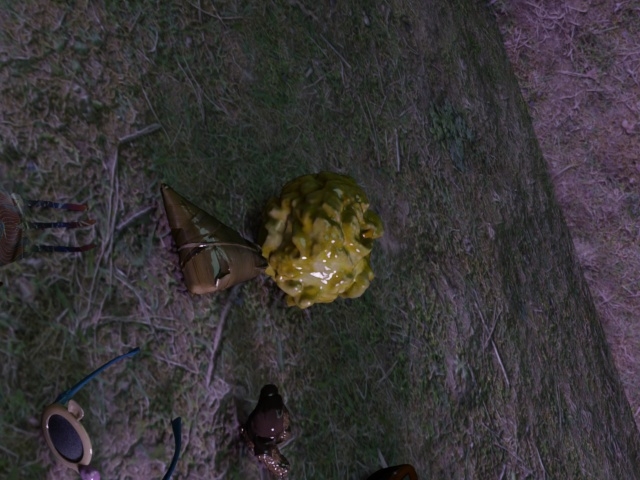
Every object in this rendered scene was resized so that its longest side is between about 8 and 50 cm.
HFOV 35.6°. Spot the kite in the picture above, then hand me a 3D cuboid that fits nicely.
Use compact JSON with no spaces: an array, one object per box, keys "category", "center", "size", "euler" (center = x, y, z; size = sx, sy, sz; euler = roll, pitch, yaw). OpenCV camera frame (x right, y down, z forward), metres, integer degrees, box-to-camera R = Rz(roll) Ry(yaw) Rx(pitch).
[{"category":"kite","center":[-0.381,-0.014,1.273],"size":[0.229,0.016,0.127],"euler":[3,73,-50]}]

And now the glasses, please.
[{"category":"glasses","center":[-0.262,0.248,1.274],"size":[0.189,0.088,0.220],"euler":[59,15,-12]}]

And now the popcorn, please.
[{"category":"popcorn","center":[0.008,0.002,1.653],"size":[0.217,0.181,0.235],"euler":[18,65,-51]}]

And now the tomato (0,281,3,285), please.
[{"category":"tomato","center":[-0.437,0.046,0.947],"size":[0.224,0.256,0.255],"euler":[-35,102,-28]}]

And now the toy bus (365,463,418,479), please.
[{"category":"toy bus","center":[0.164,0.577,1.634],"size":[0.092,0.093,0.408],"euler":[-8,78,-48]}]

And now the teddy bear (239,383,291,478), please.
[{"category":"teddy bear","center":[-0.082,0.277,1.465],"size":[0.160,0.078,0.119],"euler":[90,4,-54]}]

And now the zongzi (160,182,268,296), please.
[{"category":"zongzi","center":[-0.164,-0.011,1.520],"size":[0.160,0.078,0.176],"euler":[-14,80,-61]}]
